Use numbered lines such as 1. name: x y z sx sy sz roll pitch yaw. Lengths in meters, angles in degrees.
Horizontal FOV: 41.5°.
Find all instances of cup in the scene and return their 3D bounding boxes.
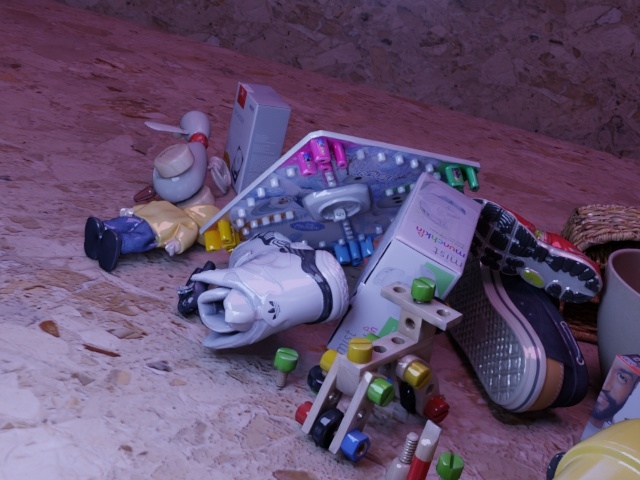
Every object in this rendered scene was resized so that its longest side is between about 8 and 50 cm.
1. cup: 0.624 0.193 1.490 0.331 0.236 0.331 14 23 -6

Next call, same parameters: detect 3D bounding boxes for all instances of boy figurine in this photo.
1. boy figurine: -0.312 -0.022 1.622 0.177 0.092 0.285 29 26 32

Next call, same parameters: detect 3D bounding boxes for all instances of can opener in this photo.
1. can opener: -0.218 0.085 1.494 0.059 0.073 0.186 -25 20 6

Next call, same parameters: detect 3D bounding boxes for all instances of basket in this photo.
1. basket: 0.636 0.078 1.719 0.299 0.213 0.223 15 47 -2

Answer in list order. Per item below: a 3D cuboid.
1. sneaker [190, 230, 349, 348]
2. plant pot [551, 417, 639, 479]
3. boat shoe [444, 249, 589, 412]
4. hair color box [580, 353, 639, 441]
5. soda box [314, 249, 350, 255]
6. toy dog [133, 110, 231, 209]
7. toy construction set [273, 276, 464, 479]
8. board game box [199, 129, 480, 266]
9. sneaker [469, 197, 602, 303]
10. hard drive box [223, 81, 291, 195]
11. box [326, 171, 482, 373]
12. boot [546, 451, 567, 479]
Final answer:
1. sneaker: -0.125 0.075 1.397 0.210 0.137 0.366 -14 12 -27
2. plant pot: 0.321 0.360 0.944 0.239 0.253 0.254 -18 36 -27
3. boat shoe: 0.341 0.133 1.552 0.156 0.186 0.500 13 27 -17
4. hair color box: 0.477 0.271 1.313 0.053 0.167 0.093 2 25 -28
5. soda box: 0.000 0.000 1.805 0.169 0.053 0.060 -3 28 -34
6. toy dog: -0.324 -0.166 1.870 0.161 0.220 0.333 -16 13 8
7. toy construction set: 0.110 0.189 1.193 0.258 0.237 0.309 5 25 -23
8. board game box: 0.037 -0.057 1.561 0.390 0.390 0.050 7 62 -37
9. sneaker: 0.372 0.015 1.506 0.279 0.107 0.118 35 26 10
10. hard drive box: -0.159 -0.245 2.049 0.089 0.232 0.181 5 24 -23
11. box: 0.139 0.057 1.413 0.127 0.262 0.231 29 35 0
12. boot: 0.446 0.362 1.221 0.247 0.083 0.161 27 19 12
